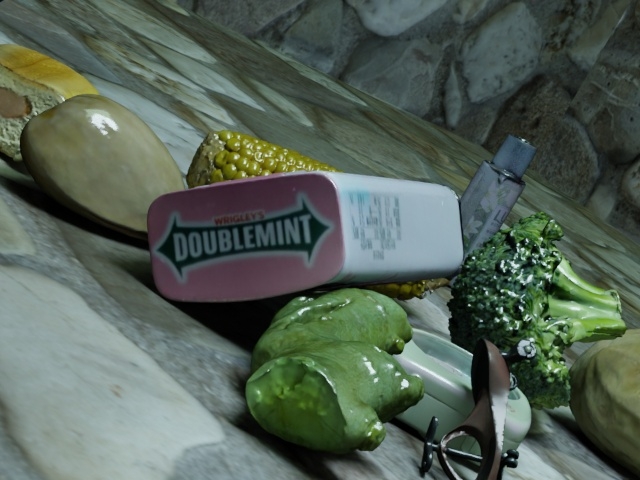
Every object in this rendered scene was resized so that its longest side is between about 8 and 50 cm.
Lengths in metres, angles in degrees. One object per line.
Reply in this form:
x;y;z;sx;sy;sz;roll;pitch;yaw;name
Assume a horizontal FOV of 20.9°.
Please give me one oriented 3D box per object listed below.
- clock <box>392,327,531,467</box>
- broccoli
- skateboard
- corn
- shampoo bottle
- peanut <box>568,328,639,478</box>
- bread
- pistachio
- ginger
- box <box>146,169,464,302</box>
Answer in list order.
0.120;0.140;1.605;0.151;0.062;0.191;30;10;4;clock
0.219;0.078;1.793;0.176;0.197;0.226;-15;20;-27;broccoli
0.131;0.150;1.462;0.080;0.067;0.151;14;55;-4;skateboard
0.004;-0.026;1.943;0.322;0.119;0.119;23;12;-10;corn
0.212;-0.039;2.266;0.072;0.214;0.072;29;11;-6;shampoo bottle
0.387;0.199;1.801;0.313;0.152;0.152;40;15;36;peanut
-0.297;-0.136;1.724;0.134;0.085;0.173;27;12;3;bread
-0.198;-0.066;1.620;0.185;0.108;0.126;31;35;-32;pistachio
0.013;0.103;1.405;0.137;0.089;0.290;-6;12;1;ginger
0.000;0.000;1.651;0.190;0.112;0.370;-5;-3;22;box
